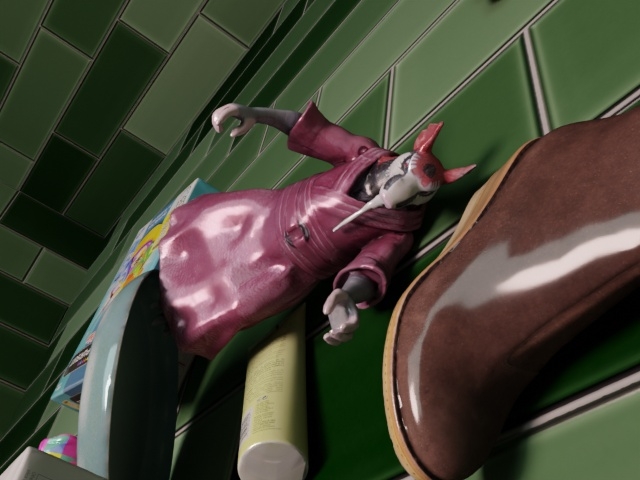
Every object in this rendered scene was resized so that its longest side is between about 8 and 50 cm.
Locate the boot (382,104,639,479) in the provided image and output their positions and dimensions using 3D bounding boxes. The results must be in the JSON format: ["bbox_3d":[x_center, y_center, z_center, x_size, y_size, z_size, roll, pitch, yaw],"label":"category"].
[{"bbox_3d":[0.141,0.017,0.381,0.207,0.090,0.248,-31,30,54],"label":"boot"}]

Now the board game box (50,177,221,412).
[{"bbox_3d":[-0.277,0.093,1.048,0.254,0.079,0.336,-30,33,49],"label":"board game box"}]

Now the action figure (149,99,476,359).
[{"bbox_3d":[0.000,0.000,0.689,0.370,0.276,0.247,-23,72,31],"label":"action figure"}]

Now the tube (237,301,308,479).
[{"bbox_3d":[-0.044,0.147,0.675,0.240,0.070,0.062,-99,7,-67],"label":"tube"}]

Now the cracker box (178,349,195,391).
[{"bbox_3d":[-0.253,0.174,1.085,0.156,0.067,0.232,-26,36,54],"label":"cracker box"}]

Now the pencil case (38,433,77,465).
[{"bbox_3d":[-0.481,0.454,1.156,0.104,0.104,0.236,-43,24,35],"label":"pencil case"}]

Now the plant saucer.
[{"bbox_3d":[-0.207,0.189,0.740,0.317,0.044,0.317,-178,90,-89],"label":"plant saucer"}]

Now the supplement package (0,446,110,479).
[{"bbox_3d":[-0.108,0.251,0.389,0.134,0.244,0.139,-42,25,35],"label":"supplement package"}]
